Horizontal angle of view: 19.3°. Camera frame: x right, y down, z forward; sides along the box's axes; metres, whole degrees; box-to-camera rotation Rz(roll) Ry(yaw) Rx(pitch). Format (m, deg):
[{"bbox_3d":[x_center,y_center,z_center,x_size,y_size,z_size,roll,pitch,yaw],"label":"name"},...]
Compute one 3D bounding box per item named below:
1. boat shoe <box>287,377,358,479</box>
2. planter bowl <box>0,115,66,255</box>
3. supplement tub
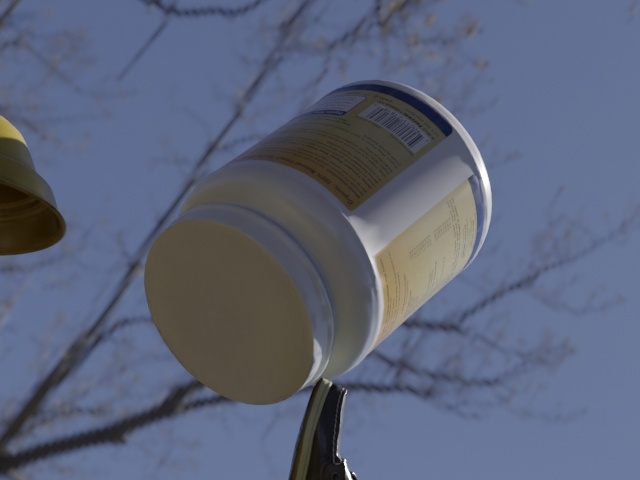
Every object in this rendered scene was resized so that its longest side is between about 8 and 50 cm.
[{"bbox_3d":[0.004,0.234,1.660,0.073,0.223,0.080,11,-21,1],"label":"boat shoe"},{"bbox_3d":[-0.329,-0.066,1.685,0.217,0.090,0.217,5,-21,2],"label":"planter bowl"},{"bbox_3d":[0.000,0.000,1.824,0.228,0.316,0.228,19,-55,28],"label":"supplement tub"}]
